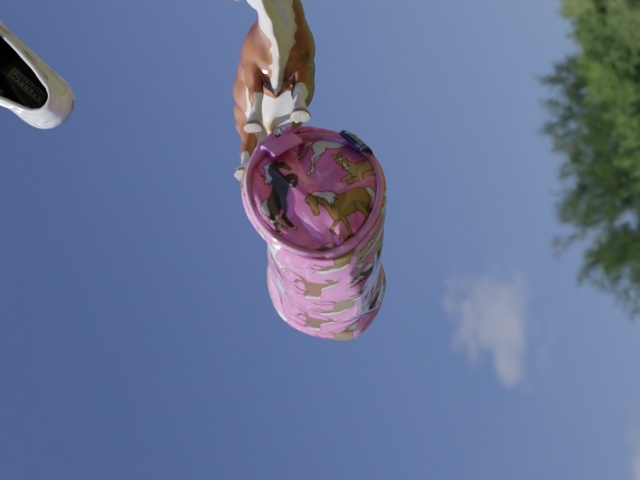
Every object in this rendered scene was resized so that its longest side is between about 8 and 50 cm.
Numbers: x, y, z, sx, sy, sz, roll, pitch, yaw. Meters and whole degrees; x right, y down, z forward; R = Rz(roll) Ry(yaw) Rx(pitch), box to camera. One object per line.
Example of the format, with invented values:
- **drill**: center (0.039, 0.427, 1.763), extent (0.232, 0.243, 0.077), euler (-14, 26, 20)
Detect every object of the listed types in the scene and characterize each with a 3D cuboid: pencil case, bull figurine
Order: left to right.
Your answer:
- **bull figurine**: center (-0.057, -0.189, 1.800), extent (0.310, 0.101, 0.188), euler (92, 179, -60)
- **pencil case**: center (0.000, 0.000, 1.763), extent (0.386, 0.160, 0.167), euler (81, -154, -71)

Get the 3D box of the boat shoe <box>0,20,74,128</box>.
- **boat shoe**: center (-0.417, -0.229, 1.808), extent (0.267, 0.096, 0.088), euler (41, 179, 7)
